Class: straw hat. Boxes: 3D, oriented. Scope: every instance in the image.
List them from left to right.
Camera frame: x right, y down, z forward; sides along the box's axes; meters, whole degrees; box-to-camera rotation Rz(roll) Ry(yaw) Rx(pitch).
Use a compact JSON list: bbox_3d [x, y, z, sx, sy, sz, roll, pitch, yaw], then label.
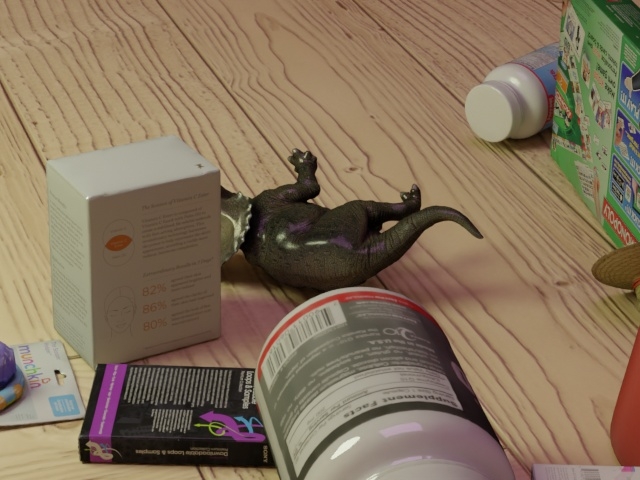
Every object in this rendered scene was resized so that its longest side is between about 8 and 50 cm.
[{"bbox_3d":[0.323,0.047,1.763,0.145,0.144,0.061,-2,69,-6],"label":"straw hat"}]

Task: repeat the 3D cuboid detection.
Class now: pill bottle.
[{"bbox_3d":[0.051,0.165,1.411,0.161,0.161,0.283,-4,27,-10],"label":"pill bottle"},{"bbox_3d":[0.236,-0.164,2.163,0.087,0.087,0.160,22,34,36],"label":"pill bottle"}]

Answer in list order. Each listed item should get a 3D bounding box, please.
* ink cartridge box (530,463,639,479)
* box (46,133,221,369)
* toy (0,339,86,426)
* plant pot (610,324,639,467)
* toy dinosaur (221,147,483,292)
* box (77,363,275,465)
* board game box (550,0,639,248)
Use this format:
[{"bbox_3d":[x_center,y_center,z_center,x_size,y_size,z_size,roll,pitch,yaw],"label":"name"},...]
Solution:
[{"bbox_3d":[0.222,0.222,1.380,0.143,0.089,0.092,2,27,0],"label":"ink cartridge box"},{"bbox_3d":[-0.164,0.009,1.706,0.130,0.170,0.091,-13,30,-28],"label":"box"},{"bbox_3d":[-0.327,0.109,1.629,0.237,0.056,0.137,-7,29,-15],"label":"toy"},{"bbox_3d":[0.375,0.069,1.524,0.275,0.243,0.275,0,27,0],"label":"plant pot"},{"bbox_3d":[0.000,0.000,1.830,0.314,0.121,0.160,19,43,23],"label":"toy dinosaur"},{"bbox_3d":[-0.112,0.144,1.596,0.162,0.029,0.116,1,27,2],"label":"box"},{"bbox_3d":[0.303,-0.120,1.934,0.046,0.213,0.317,-4,27,-10],"label":"board game box"}]
